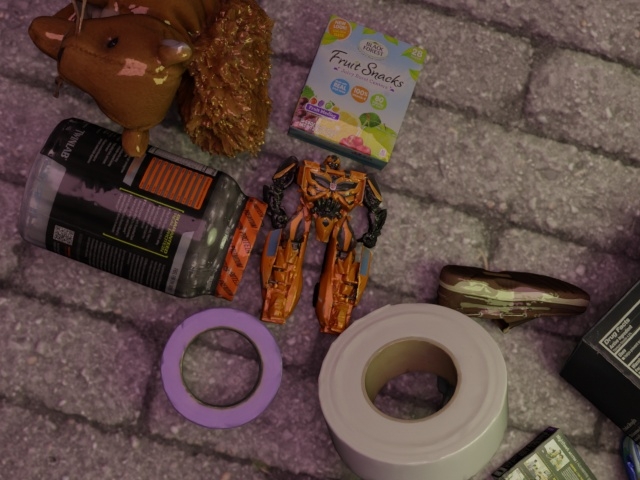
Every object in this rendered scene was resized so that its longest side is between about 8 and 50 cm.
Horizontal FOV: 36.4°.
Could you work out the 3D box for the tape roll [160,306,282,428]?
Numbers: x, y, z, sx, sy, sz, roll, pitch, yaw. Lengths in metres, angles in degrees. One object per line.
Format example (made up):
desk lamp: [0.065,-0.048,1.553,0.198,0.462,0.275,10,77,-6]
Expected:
tape roll: [-0.156,0.200,1.535,0.189,0.080,0.189,1,83,-8]

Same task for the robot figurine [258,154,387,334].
robot figurine: [0.000,0.000,1.574,0.211,0.085,0.291,11,82,-10]

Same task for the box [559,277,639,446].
box: [0.591,0.185,1.523,0.296,0.183,0.294,-40,71,-18]

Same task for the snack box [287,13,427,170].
snack box: [0.060,-0.245,1.619,0.174,0.070,0.207,20,80,-4]

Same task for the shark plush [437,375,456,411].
shark plush: [0.213,0.276,1.576,0.073,0.067,0.161,24,81,-4]

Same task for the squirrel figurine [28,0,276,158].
squirrel figurine: [-0.220,-0.282,1.432,0.397,0.370,0.281,22,118,-26]

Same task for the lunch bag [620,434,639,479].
lunch bag: [0.589,0.398,1.573,0.176,0.090,0.219,-10,68,-7]

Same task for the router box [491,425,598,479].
router box: [0.387,0.416,1.591,0.133,0.046,0.179,-36,89,-10]

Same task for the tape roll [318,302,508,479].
tape roll: [0.141,0.233,1.478,0.286,0.100,0.286,-7,49,8]

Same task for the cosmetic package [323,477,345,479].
cosmetic package: [0.128,0.448,1.449,0.225,0.224,0.138,14,81,-16]

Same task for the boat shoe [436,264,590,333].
boat shoe: [0.313,0.104,1.609,0.257,0.095,0.095,9,106,-7]

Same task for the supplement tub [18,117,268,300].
supplement tub: [-0.265,-0.039,1.487,0.338,0.207,0.207,21,81,-4]
